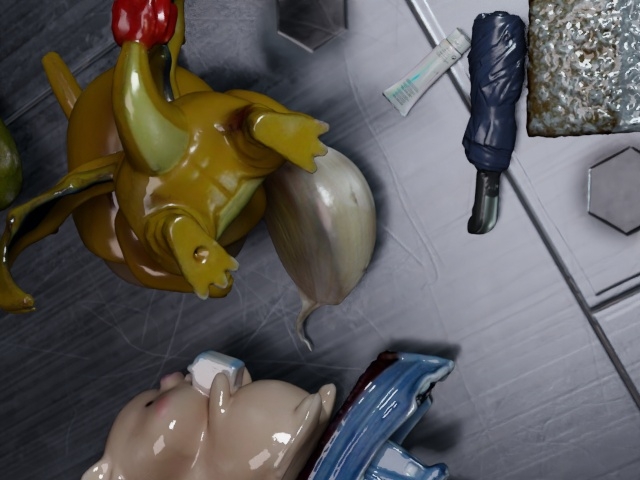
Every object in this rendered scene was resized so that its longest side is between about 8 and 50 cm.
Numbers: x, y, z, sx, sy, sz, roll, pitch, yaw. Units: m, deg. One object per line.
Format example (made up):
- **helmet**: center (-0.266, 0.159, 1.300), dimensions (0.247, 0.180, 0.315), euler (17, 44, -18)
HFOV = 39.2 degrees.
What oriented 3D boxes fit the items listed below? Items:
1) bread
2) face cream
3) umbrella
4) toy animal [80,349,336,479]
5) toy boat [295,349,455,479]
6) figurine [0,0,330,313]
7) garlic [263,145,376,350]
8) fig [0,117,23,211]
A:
- **bread**: center (0.410, -0.194, 0.873), dimensions (0.416, 0.113, 0.165), euler (-3, 98, 19)
- **face cream**: center (0.120, -0.190, 1.011), dimensions (0.115, 0.020, 0.038), euler (-43, 88, 21)
- **umbrella**: center (0.192, -0.124, 0.985), dimensions (0.071, 0.071, 0.248), euler (3, 106, 17)
- **toy animal**: center (-0.133, 0.245, 1.091), dimensions (0.256, 0.195, 0.213), euler (15, 98, 16)
- **toy boat**: center (0.067, 0.269, 1.052), dimensions (0.142, 0.129, 0.309), euler (31, 91, 22)
- **figurine**: center (-0.155, -0.106, 0.931), dimensions (0.268, 0.387, 0.401), euler (20, 90, -24)
- **garlic**: center (0.002, 0.004, 1.054), dimensions (0.128, 0.148, 0.266), euler (-11, 94, -18)
- **fig**: center (-0.445, -0.119, 1.171), dimensions (0.133, 0.185, 0.126), euler (-7, 138, 13)
